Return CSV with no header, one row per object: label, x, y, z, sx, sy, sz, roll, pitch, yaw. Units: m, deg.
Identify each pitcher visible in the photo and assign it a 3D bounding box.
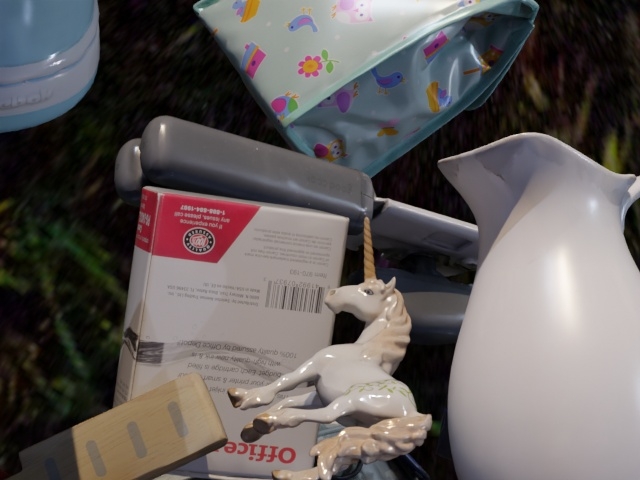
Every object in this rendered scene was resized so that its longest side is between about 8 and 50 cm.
pitcher,0.147,0.058,0.994,0.177,0.125,0.207,4,76,-36

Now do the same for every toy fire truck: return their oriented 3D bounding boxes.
toy fire truck,-0.139,0.201,1.008,0.217,0.158,0.246,52,133,10

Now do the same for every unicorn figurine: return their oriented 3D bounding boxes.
unicorn figurine,0.011,0.073,0.964,0.111,0.162,0.060,-22,130,-11

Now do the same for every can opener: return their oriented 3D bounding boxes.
can opener,0.000,0.000,1.247,0.283,0.076,0.095,15,62,-29

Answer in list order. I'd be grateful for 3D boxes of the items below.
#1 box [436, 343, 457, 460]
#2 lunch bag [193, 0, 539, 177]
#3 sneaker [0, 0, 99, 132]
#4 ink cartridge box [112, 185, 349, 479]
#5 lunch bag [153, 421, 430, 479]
box,0.271,0.155,1.850,0.270,0.143,0.165,17,118,17
lunch bag,0.049,-0.203,1.770,0.262,0.223,0.160,-36,140,-1
sneaker,-0.160,-0.223,0.788,0.127,0.319,0.208,-13,144,-24
ink cartridge box,-0.053,0.052,1.040,0.109,0.063,0.150,8,93,-17
lunch bag,-0.029,0.282,1.448,0.305,0.212,0.256,-23,90,51
